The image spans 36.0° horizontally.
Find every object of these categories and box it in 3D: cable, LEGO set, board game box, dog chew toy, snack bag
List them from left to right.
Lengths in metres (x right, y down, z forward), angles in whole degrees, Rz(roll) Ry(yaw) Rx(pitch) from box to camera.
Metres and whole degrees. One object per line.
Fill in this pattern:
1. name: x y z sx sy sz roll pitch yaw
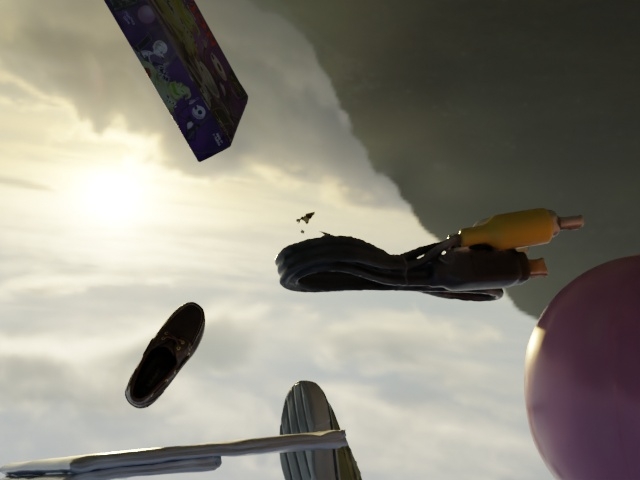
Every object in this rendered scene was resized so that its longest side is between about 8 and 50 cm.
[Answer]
1. board game box: -0.189 -0.272 1.093 0.056 0.346 0.208 -27 -160 8
2. snack bag: -0.186 0.267 1.194 0.343 0.037 0.323 1 167 -31
3. LEGO set: -0.002 0.000 1.348 0.083 0.054 0.023 49 158 -12
4. cable: 0.087 0.013 0.884 0.287 0.072 0.139 1 159 -20
5. dog chew toy: 0.321 0.103 0.699 0.332 0.206 0.207 -8 177 30

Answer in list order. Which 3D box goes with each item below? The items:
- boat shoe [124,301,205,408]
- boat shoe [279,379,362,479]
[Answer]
1. boat shoe: -0.256 0.191 1.659 0.073 0.207 0.073 28 159 2
2. boat shoe: 0.010 0.346 1.443 0.094 0.109 0.302 16 -136 -31
